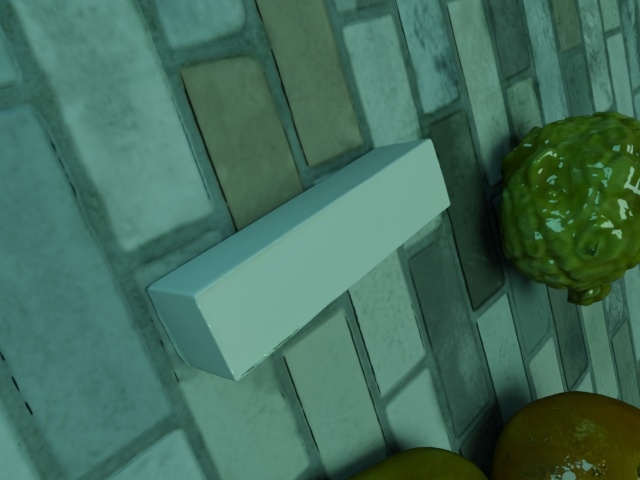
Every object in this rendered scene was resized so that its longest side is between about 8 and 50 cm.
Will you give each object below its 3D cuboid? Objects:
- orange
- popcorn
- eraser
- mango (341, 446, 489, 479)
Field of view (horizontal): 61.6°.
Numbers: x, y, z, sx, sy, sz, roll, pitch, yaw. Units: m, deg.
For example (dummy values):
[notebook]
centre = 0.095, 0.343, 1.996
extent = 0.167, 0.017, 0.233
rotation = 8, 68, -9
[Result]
[orange]
centre = 0.346, 0.319, 0.688
extent = 0.246, 0.246, 0.246
rotation = 0, 90, -42
[popcorn]
centre = 0.353, -0.037, 0.724
extent = 0.237, 0.205, 0.251
rotation = -55, 136, -44
[eraser]
centre = 0.000, 0.000, 0.482
extent = 0.298, 0.078, 0.076
rotation = -36, 113, -36
[mango]
centre = 0.087, 0.285, 0.552
extent = 0.227, 0.099, 0.136
rotation = 9, 88, -33
